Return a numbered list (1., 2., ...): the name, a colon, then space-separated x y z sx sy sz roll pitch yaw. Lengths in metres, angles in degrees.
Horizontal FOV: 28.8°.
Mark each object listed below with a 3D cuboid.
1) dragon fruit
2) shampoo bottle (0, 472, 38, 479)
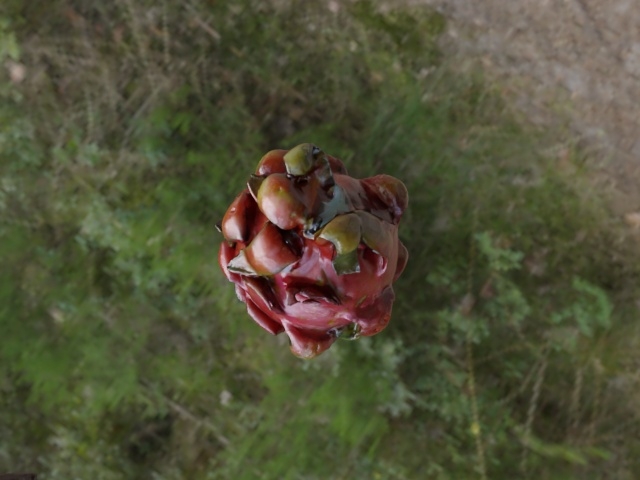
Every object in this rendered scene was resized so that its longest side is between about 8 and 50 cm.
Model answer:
1. dragon fruit: -0.013 0.010 1.468 0.307 0.243 0.227 9 -132 -57
2. shampoo bottle: -0.183 0.238 0.870 0.068 0.067 0.236 16 -166 -41
